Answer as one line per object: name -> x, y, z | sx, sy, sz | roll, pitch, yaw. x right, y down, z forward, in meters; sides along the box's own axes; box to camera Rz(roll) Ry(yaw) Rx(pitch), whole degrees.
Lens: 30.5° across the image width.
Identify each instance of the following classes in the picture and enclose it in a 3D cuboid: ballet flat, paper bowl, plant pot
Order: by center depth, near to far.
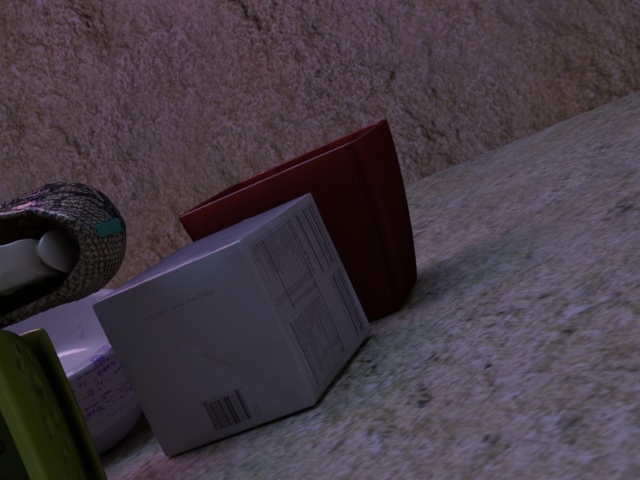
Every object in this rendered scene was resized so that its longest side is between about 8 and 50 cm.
ballet flat -> -0.436, 0.056, 1.192 | 0.483, 0.164, 0.182 | -19, 3, 4
plant pot -> -0.363, 0.223, 1.225 | 0.228, 0.227, 0.207 | -23, -1, 9
paper bowl -> -0.342, 0.192, 1.521 | 0.284, 0.148, 0.284 | -18, 22, 7
plant pot -> 0.000, 0.000, 1.650 | 0.267, 0.235, 0.267 | -22, 7, 16

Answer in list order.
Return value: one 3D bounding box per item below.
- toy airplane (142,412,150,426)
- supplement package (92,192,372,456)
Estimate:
toy airplane -> -0.210, 0.214, 1.585 | 0.151, 0.028, 0.151 | -24, 7, 3
supplement package -> -0.092, 0.091, 1.383 | 0.199, 0.198, 0.263 | -22, 6, 20
